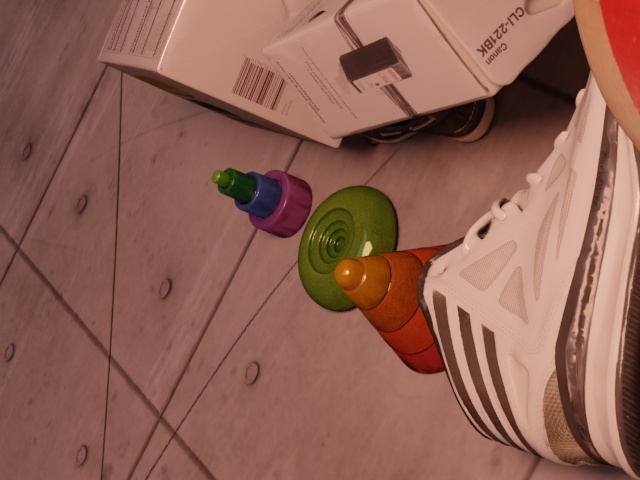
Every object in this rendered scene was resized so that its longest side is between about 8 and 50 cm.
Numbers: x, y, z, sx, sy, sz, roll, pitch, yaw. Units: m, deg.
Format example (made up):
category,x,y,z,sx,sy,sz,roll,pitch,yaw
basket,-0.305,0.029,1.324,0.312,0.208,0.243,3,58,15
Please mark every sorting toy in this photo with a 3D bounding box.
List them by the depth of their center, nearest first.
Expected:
category,x,y,z,sx,sy,sz,roll,pitch,yaw
sorting toy,0.000,0.000,1.296,0.365,0.126,0.127,35,100,52

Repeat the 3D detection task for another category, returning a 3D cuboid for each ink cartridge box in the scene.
category,x,y,z,sx,sy,sz,roll,pitch,yaw
ink cartridge box,0.100,-0.202,1.168,0.197,0.114,0.273,-46,17,-21

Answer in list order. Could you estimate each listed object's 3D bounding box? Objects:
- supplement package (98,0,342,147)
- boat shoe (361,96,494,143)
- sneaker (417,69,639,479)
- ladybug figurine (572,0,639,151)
category,x,y,z,sx,sy,sz,roll,pitch,yaw
supplement package,-0.076,-0.229,1.402,0.198,0.199,0.262,-68,23,1
boat shoe,0.076,-0.134,1.317,0.206,0.065,0.075,12,85,54
sneaker,0.185,-0.053,1.054,0.257,0.169,0.448,-1,74,49
ladybug figurine,0.318,-0.221,0.861,0.162,0.305,0.449,94,-171,-72
